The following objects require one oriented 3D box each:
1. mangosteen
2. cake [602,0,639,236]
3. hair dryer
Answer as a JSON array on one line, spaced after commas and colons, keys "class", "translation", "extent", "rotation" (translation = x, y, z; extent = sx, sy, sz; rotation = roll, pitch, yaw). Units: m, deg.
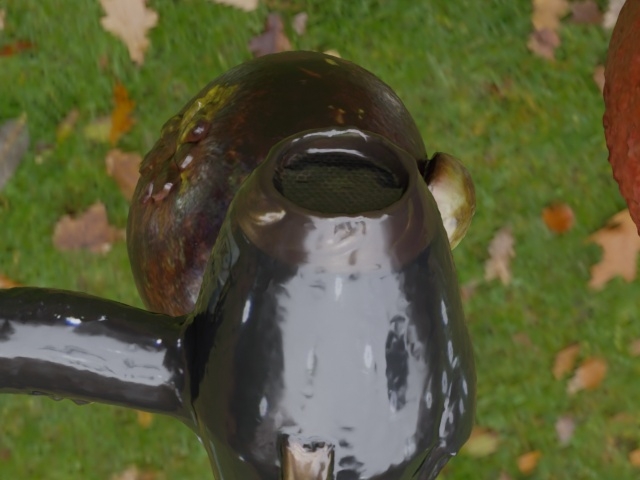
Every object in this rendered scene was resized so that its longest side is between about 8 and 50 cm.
[{"class": "mangosteen", "translation": [0.000, 0.000, 1.047], "extent": [0.217, 0.192, 0.192], "rotation": [33, 113, -19]}, {"class": "cake", "translation": [0.234, -0.095, 0.709], "extent": [0.283, 0.151, 0.177], "rotation": [-39, 87, -19]}, {"class": "hair dryer", "translation": [-0.118, 0.070, 0.777], "extent": [0.359, 0.120, 0.303], "rotation": [10, 131, 3]}]
